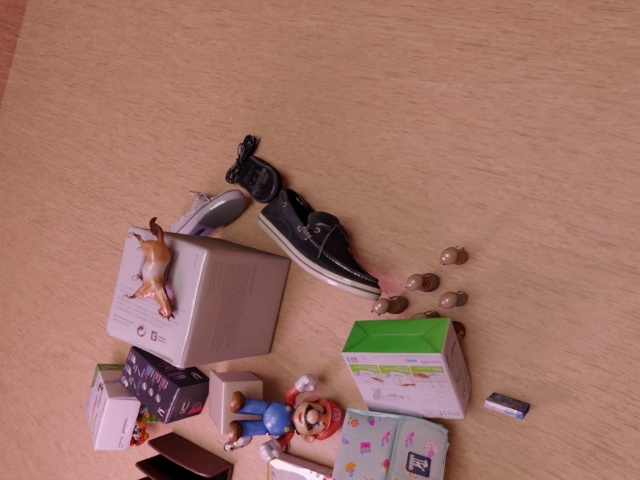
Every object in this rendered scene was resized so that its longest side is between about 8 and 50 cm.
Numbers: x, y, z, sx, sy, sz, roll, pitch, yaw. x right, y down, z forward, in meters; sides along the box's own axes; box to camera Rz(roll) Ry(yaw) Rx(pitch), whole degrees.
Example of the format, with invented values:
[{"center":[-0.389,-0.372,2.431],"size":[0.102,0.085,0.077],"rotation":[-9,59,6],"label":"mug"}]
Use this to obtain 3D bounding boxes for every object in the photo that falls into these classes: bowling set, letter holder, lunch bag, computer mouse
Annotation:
[{"center":[0.297,0.161,1.312],"size":[0.287,0.154,0.200],"rotation":[-45,65,21],"label":"bowling set"},{"center":[-0.479,0.780,1.694],"size":[0.301,0.214,0.152],"rotation":[12,92,32],"label":"letter holder"},{"center":[0.178,0.553,1.278],"size":[0.262,0.160,0.224],"rotation":[1,53,25],"label":"lunch bag"},{"center":[-0.199,-0.215,1.702],"size":[0.272,0.072,0.189],"rotation":[45,111,39],"label":"computer mouse"}]

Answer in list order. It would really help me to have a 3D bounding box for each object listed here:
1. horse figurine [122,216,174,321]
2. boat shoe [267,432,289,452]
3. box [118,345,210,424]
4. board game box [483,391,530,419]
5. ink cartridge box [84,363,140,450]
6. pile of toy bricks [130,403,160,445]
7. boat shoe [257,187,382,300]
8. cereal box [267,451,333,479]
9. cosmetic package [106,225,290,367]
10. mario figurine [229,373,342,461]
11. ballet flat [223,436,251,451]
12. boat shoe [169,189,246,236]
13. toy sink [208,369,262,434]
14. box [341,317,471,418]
[{"center":[-0.451,0.069,1.367],"size":[0.174,0.066,0.264],"rotation":[8,91,37],"label":"horse figurine"},{"center":[-0.145,0.599,1.608],"size":[0.049,0.043,0.137],"rotation":[-39,69,21],"label":"boat shoe"},{"center":[-0.537,0.486,1.783],"size":[0.270,0.165,0.144],"rotation":[27,100,30],"label":"box"},{"center":[0.448,0.396,1.237],"size":[0.090,0.090,0.020],"rotation":[11,93,31],"label":"board game box"},{"center":[-0.761,0.601,1.879],"size":[0.278,0.117,0.202],"rotation":[24,99,56],"label":"ink cartridge box"},{"center":[-0.622,0.636,1.864],"size":[0.118,0.105,0.212],"rotation":[-50,41,36],"label":"pile of toy bricks"},{"center":[0.000,0.000,1.475],"size":[0.500,0.186,0.156],"rotation":[40,101,40],"label":"boat shoe"},{"center":[-0.052,0.742,1.528],"size":[0.240,0.047,0.173],"rotation":[6,96,30],"label":"cereal box"},{"center":[-0.357,0.162,1.568],"size":[0.329,0.393,0.328],"rotation":[14,92,32],"label":"cosmetic package"},{"center":[-0.093,0.492,1.450],"size":[0.320,0.170,0.198],"rotation":[3,106,-10],"label":"mario figurine"},{"center":[-0.275,0.664,1.683],"size":[0.114,0.041,0.041],"rotation":[-34,70,24],"label":"ballet flat"},{"center":[-0.406,-0.109,1.787],"size":[0.367,0.135,0.157],"rotation":[-34,66,35],"label":"boat shoe"},{"center":[-0.266,0.497,1.618],"size":[0.234,0.131,0.153],"rotation":[167,105,-68],"label":"toy sink"},{"center":[0.220,0.324,1.298],"size":[0.261,0.127,0.231],"rotation":[-8,122,31],"label":"box"}]
